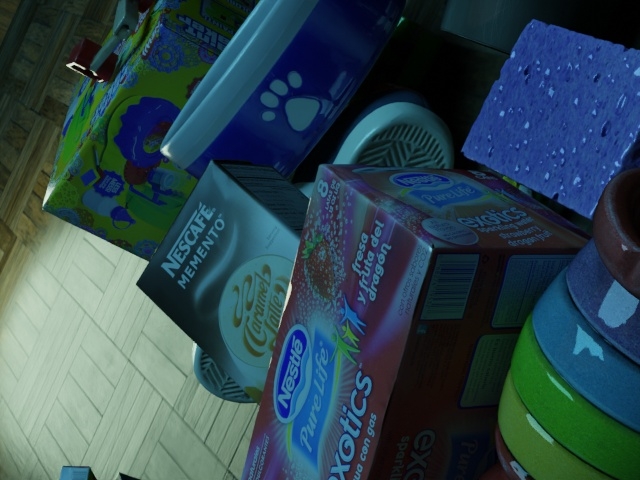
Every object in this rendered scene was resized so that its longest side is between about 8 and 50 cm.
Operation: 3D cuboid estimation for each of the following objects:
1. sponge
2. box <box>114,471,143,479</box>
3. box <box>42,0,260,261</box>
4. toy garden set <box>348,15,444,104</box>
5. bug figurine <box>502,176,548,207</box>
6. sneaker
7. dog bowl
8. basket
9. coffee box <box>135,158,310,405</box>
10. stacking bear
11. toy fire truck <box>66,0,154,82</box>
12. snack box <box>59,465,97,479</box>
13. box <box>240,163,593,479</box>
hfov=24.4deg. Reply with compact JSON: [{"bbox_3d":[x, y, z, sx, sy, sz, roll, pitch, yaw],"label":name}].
[{"bbox_3d":[0.177,-0.086,1.041,0.117,0.031,0.210,-63,24,6],"label":"sponge"},{"bbox_3d":[-0.210,0.307,1.609,0.083,0.052,0.062,-63,26,10],"label":"box"},{"bbox_3d":[-0.172,-0.175,1.769,0.290,0.177,0.279,-52,22,29],"label":"box"},{"bbox_3d":[0.019,-0.160,1.566,0.203,0.049,0.244,-62,25,9],"label":"toy garden set"},{"bbox_3d":[0.167,0.015,1.098,0.216,0.072,0.279,-24,49,56],"label":"bug figurine"},{"bbox_3d":[0.000,0.000,1.396,0.350,0.131,0.148,-50,22,20],"label":"sneaker"},{"bbox_3d":[-0.036,-0.162,1.415,0.265,0.104,0.265,-51,11,13],"label":"dog bowl"},{"bbox_3d":[0.194,-0.255,1.184,0.154,0.204,0.227,24,100,22],"label":"basket"},{"bbox_3d":[-0.020,0.060,1.244,0.246,0.098,0.141,41,110,24],"label":"coffee box"},{"bbox_3d":[0.178,0.116,0.903,0.164,0.175,0.289,-89,23,-62],"label":"stacking bear"},{"bbox_3d":[-0.209,-0.260,1.629,0.192,0.047,0.135,-23,44,60],"label":"toy fire truck"},{"bbox_3d":[-0.274,0.338,1.663,0.100,0.037,0.141,77,-165,-53],"label":"snack box"},{"bbox_3d":[0.061,0.109,1.016,0.142,0.154,0.300,41,124,50],"label":"box"}]
